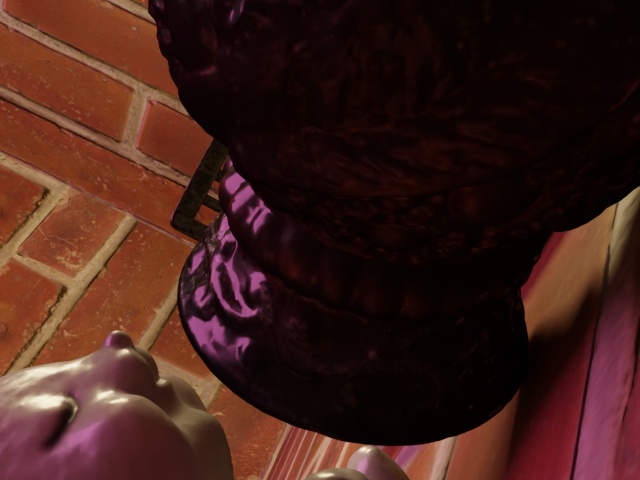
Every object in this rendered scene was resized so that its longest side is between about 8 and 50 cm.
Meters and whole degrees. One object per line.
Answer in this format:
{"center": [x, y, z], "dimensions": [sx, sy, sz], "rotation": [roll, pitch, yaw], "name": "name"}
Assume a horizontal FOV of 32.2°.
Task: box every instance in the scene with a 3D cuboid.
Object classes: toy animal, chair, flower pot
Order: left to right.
{"center": [-0.085, 0.169, 0.577], "dimensions": [0.272, 0.265, 0.206], "rotation": [-144, 78, -89], "name": "toy animal"}
{"center": [0.000, 0.000, 1.102], "dimensions": [0.147, 0.270, 0.136], "rotation": [117, 178, -79], "name": "chair"}
{"center": [0.041, -0.061, 0.529], "dimensions": [0.266, 0.266, 0.267], "rotation": [-63, -13, -57], "name": "flower pot"}

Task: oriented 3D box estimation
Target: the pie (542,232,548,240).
{"center": [0.152, -0.072, 0.785], "dimensions": [0.240, 0.054, 0.240], "rotation": [24, -90, -88], "name": "pie"}
